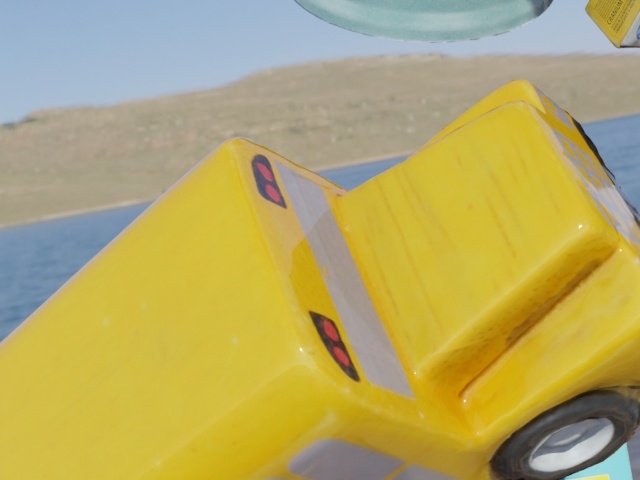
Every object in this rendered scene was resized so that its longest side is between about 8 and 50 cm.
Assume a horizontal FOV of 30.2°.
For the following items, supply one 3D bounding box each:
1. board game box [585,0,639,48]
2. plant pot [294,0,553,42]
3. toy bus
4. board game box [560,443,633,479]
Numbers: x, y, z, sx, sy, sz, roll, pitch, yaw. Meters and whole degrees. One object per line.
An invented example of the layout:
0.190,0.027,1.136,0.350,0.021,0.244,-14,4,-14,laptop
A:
0.444,-0.298,1.158,0.316,0.064,0.242,-3,-43,-31,board game box
0.106,-0.358,1.198,0.293,0.196,0.293,1,38,-1,plant pot
-0.046,0.076,0.403,0.332,0.108,0.130,-40,-40,22,toy bus
0.204,0.344,0.945,0.079,0.336,0.254,1,-40,0,board game box
